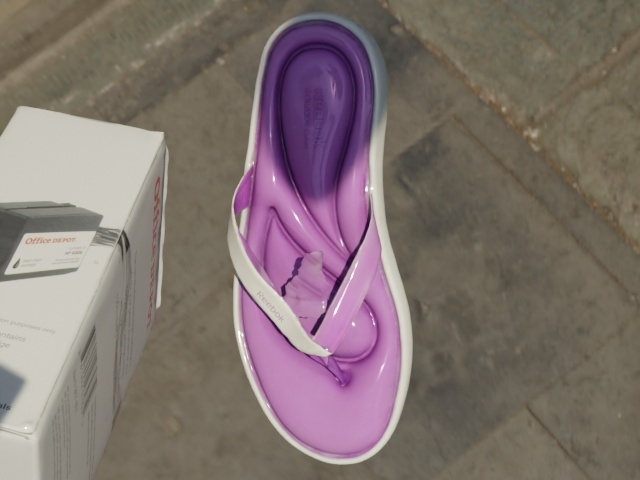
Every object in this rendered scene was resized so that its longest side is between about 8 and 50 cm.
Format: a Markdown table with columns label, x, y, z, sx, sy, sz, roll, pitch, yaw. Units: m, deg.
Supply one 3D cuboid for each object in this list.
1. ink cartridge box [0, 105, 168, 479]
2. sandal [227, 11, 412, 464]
| label | x | y | z | sx | sy | sz | roll | pitch | yaw |
| --- | --- | --- | --- | --- | --- | --- | --- | --- | --- |
| ink cartridge box | -0.218 | 0.080 | 0.833 | 0.129 | 0.223 | 0.307 | 12 | 42 | 1 |
| sandal | -0.015 | 0.001 | 1.002 | 0.169 | 0.102 | 0.416 | -4 | 92 | 17 |
